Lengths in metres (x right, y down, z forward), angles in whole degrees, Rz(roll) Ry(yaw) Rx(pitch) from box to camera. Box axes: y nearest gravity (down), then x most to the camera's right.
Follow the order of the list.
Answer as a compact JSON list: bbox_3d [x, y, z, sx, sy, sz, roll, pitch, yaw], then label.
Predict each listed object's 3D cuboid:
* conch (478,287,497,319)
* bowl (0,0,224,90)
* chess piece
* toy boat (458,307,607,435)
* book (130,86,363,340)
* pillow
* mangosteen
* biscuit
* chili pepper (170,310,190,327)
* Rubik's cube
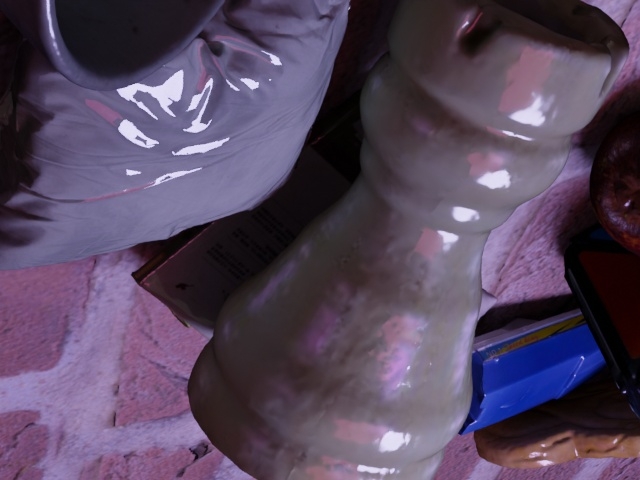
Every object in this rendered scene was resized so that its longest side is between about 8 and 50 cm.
[{"bbox_3d":[0.052,0.088,1.582,0.255,0.127,0.158,-20,149,-2],"label":"conch"},{"bbox_3d":[-0.126,-0.244,0.907,0.289,0.146,0.289,-56,165,-23],"label":"bowl"},{"bbox_3d":[0.071,-0.009,1.297,0.234,0.234,0.442,4,124,-35],"label":"chess piece"},{"bbox_3d":[0.270,0.125,1.826,0.295,0.088,0.129,-18,150,-28],"label":"toy boat"},{"bbox_3d":[0.000,0.000,1.435,0.289,0.026,0.201,-37,131,11],"label":"book"},{"bbox_3d":[-0.108,-0.107,1.183,0.283,0.138,0.310,-15,151,-28],"label":"pillow"},{"bbox_3d":[0.343,-0.067,1.534,0.181,0.156,0.146,-35,133,-38],"label":"mangosteen"},{"bbox_3d":[0.362,0.202,1.895,0.375,0.051,0.269,-11,-173,-20],"label":"biscuit"},{"bbox_3d":[-0.050,0.027,1.499,0.201,0.052,0.050,-20,178,-6],"label":"chili pepper"},{"bbox_3d":[0.427,0.092,1.648,0.248,0.246,0.250,-31,125,12],"label":"Rubik's cube"}]
